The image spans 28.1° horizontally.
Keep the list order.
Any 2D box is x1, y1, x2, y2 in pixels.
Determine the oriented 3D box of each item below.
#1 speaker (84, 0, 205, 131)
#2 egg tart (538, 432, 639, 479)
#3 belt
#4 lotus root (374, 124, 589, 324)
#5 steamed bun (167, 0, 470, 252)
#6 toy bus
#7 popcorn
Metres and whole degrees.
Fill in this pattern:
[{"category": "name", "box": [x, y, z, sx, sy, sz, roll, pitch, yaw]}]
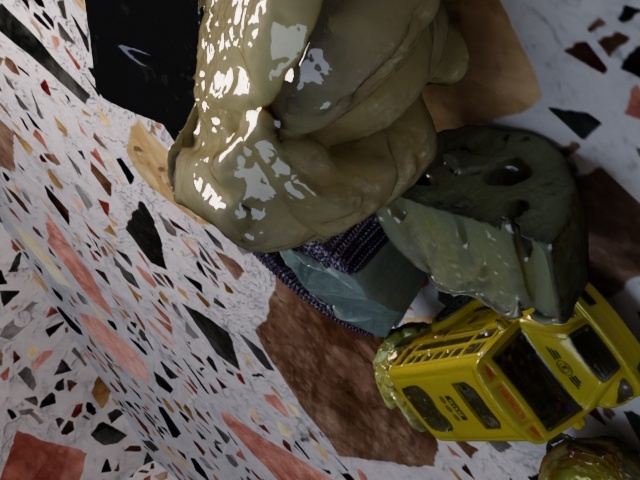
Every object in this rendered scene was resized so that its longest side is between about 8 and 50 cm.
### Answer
[{"category": "speaker", "box": [-0.137, -0.281, 1.372, 0.180, 0.184, 0.388, 25, 139, 22]}, {"category": "egg tart", "box": [0.363, 0.325, 1.467, 0.279, 0.095, 0.279, 44, 155, 27]}, {"category": "belt", "box": [0.000, 0.000, 1.534, 0.260, 0.122, 0.325, 29, 162, 33]}, {"category": "lotus root", "box": [0.164, -0.022, 1.211, 0.235, 0.138, 0.119, 27, 155, 44]}, {"category": "steamed bun", "box": [0.009, -0.152, 1.126, 0.324, 0.231, 0.372, -104, 30, -51]}, {"category": "toy bus", "box": [0.205, 0.135, 1.367, 0.144, 0.152, 0.330, 53, 159, -5]}, {"category": "popcorn", "box": [0.134, 0.162, 1.594, 0.141, 0.162, 0.135, -25, 100, 28]}]
